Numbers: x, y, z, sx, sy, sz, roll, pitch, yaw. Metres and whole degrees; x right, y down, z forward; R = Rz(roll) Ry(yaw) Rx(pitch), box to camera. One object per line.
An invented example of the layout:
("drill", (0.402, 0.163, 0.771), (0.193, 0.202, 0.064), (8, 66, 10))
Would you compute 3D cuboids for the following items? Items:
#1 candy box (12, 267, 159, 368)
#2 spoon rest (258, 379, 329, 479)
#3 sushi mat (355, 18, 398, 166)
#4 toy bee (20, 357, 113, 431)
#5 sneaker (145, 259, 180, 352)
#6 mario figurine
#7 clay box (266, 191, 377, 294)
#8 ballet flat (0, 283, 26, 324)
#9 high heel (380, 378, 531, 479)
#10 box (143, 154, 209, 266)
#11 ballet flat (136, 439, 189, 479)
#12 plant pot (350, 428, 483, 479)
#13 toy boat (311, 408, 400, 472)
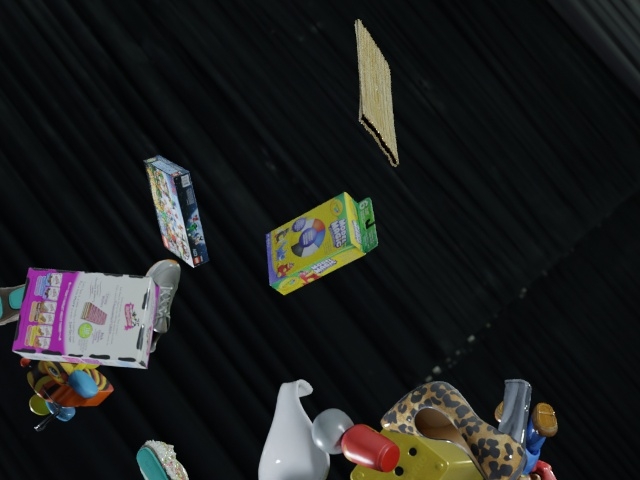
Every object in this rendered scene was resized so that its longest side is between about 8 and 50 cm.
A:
("candy box", (-0.421, 0.141, 1.692), (0.233, 0.159, 0.071), (4, 162, 7))
("spoon rest", (-0.051, 0.369, 1.761), (0.137, 0.084, 0.276), (-15, -141, 10))
("sushi mat", (0.110, -0.297, 1.849), (0.019, 0.151, 0.317), (-22, -139, 21))
("toy bee", (-0.560, 0.296, 2.021), (0.195, 0.162, 0.298), (-40, 172, -13))
("sneaker", (-0.420, 0.180, 2.452), (0.099, 0.121, 0.263), (12, 108, -38))
("mario figurine", (0.435, 0.509, 2.068), (0.170, 0.198, 0.321), (-20, 130, -26))
("clay box", (0.000, 0.000, 1.770), (0.222, 0.128, 0.053), (-29, 137, 25))
("ballet flat", (-0.799, 0.174, 2.402), (0.315, 0.108, 0.106), (-9, 158, 2))
("high heel", (0.184, 0.303, 1.386), (0.261, 0.093, 0.186), (-17, -146, 32))
("box", (-0.339, -0.070, 2.193), (0.044, 0.233, 0.159), (-24, -150, -28))
("ballet flat", (-0.264, 0.479, 1.744), (0.091, 0.241, 0.077), (-38, 157, 28))
("plant pot", (0.177, 0.445, 1.813), (0.212, 0.212, 0.187), (-55, 155, 2))
("toy boat", (0.011, 0.414, 1.368), (0.267, 0.148, 0.318), (22, 86, -47))
